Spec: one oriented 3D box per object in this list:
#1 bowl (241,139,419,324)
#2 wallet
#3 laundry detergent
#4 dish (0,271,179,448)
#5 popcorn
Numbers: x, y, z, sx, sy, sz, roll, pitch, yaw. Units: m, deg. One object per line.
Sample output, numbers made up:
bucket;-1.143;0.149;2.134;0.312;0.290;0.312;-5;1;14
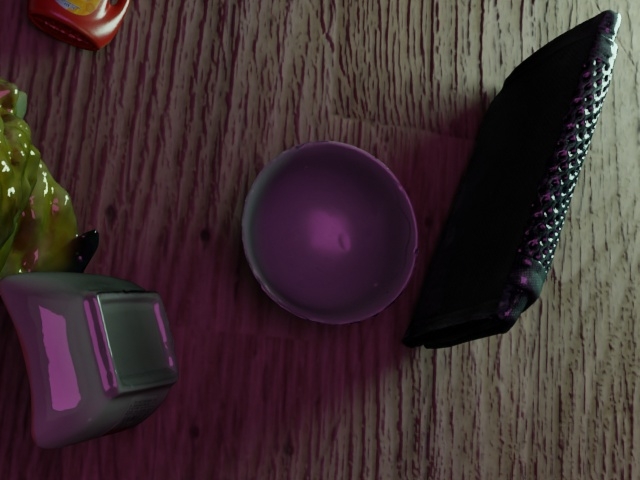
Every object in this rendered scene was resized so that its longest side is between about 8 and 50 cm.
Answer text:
bowl;0.000;0.000;1.233;0.189;0.086;0.189;4;78;-17
wallet;0.204;-0.050;1.232;0.075;0.237;0.342;26;71;-10
laundry detergent;-0.232;-0.281;1.229;0.097;0.049;0.165;26;70;-20
dish;-0.193;0.097;1.075;0.077;0.212;0.151;-17;83;12
popcorn;-0.351;-0.045;1.034;0.237;0.293;0.293;32;69;10
